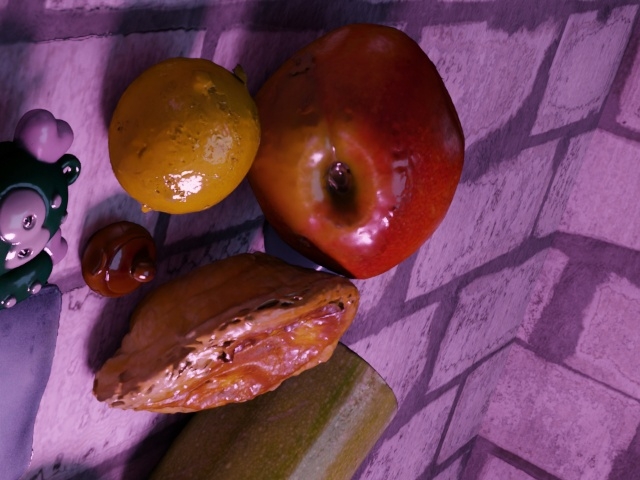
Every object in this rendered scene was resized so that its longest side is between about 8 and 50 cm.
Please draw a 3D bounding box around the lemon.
[{"bbox_3d":[-0.159,-0.117,1.441,0.173,0.173,0.206,-19,141,-58],"label":"lemon"}]

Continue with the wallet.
[{"bbox_3d":[-0.408,0.197,1.401,0.251,0.054,0.290,-22,132,-59],"label":"wallet"}]

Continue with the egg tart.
[{"bbox_3d":[-0.119,0.122,1.685,0.351,0.153,0.339,-34,158,27],"label":"egg tart"}]

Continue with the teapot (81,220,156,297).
[{"bbox_3d":[-0.241,0.028,1.533,0.098,0.078,0.129,-65,156,4],"label":"teapot"}]

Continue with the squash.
[{"bbox_3d":[-0.091,0.340,1.948,0.384,0.263,0.263,-51,154,-24],"label":"squash"}]

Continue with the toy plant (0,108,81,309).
[{"bbox_3d":[-0.334,-0.023,1.251,0.243,0.112,0.232,-18,136,-51],"label":"toy plant"}]

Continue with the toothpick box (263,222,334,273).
[{"bbox_3d":[0.000,0.000,1.953,0.184,0.120,0.120,-1,116,-66],"label":"toothpick box"}]

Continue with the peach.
[{"bbox_3d":[0.049,-0.125,1.710,0.372,0.290,0.373,-17,90,-71],"label":"peach"}]
